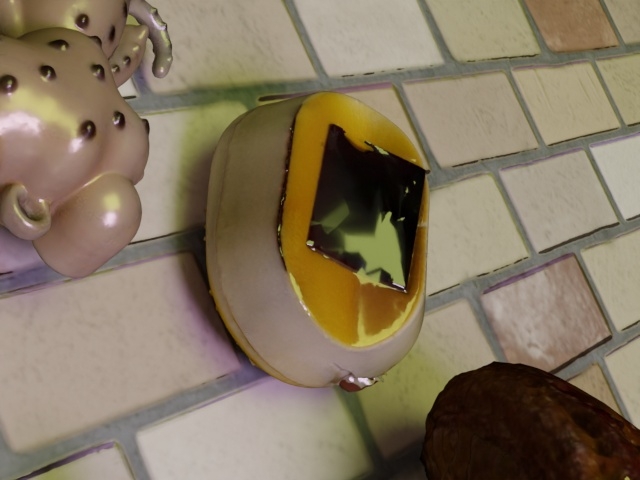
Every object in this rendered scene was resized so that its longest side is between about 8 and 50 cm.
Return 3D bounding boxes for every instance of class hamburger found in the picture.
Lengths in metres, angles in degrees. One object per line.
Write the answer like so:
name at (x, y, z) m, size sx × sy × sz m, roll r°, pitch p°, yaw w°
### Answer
hamburger at (0.000, 0.000, 0.805) m, size 0.173 × 0.116 × 0.210 m, roll 22°, pitch 56°, yaw -28°

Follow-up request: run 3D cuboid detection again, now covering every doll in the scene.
doll at (-0.159, -0.102, 0.699) m, size 0.154 × 0.119 × 0.278 m, roll 40°, pitch 33°, yaw -25°

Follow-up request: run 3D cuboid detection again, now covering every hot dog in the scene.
hot dog at (0.204, 0.207, 0.728) m, size 0.267 × 0.174 × 0.387 m, roll 29°, pitch 14°, yaw -26°
